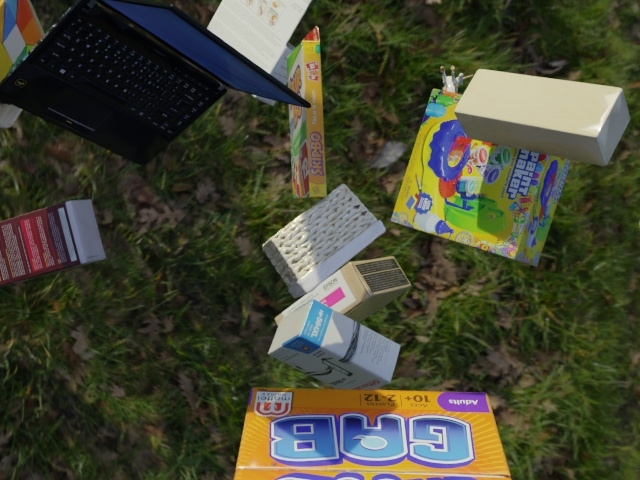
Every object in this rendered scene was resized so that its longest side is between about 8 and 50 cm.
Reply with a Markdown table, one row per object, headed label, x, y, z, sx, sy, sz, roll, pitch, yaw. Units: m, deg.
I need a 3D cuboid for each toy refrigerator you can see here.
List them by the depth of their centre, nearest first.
| label | x | y | z | sx | sy | sz | roll | pitch | yaw |
| --- | --- | --- | --- | --- | --- | --- | --- | --- | --- |
| toy refrigerator | 0.381 | -0.215 | 1.296 | 0.102 | 0.269 | 0.094 | -59 | 140 | -14 |

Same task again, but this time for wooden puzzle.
| label | x | y | z | sx | sy | sz | roll | pitch | yaw |
| --- | --- | --- | --- | --- | --- | --- | --- | --- | --- |
| wooden puzzle | -0.563 | -0.354 | 1.333 | 0.044 | 0.239 | 0.221 | 9 | 59 | 12 |

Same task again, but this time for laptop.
| label | x | y | z | sx | sy | sz | roll | pitch | yaw |
| --- | --- | --- | --- | --- | --- | --- | --- | --- | --- |
| laptop | -0.192 | -0.163 | 0.862 | 0.234 | 0.264 | 0.137 | 27 | 33 | -50 |

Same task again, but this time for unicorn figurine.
| label | x | y | z | sx | sy | sz | roll | pitch | yaw |
| --- | --- | --- | --- | --- | --- | --- | --- | --- | --- |
| unicorn figurine | 0.327 | -0.381 | 1.851 | 0.060 | 0.111 | 0.162 | 10 | 68 | 21 |

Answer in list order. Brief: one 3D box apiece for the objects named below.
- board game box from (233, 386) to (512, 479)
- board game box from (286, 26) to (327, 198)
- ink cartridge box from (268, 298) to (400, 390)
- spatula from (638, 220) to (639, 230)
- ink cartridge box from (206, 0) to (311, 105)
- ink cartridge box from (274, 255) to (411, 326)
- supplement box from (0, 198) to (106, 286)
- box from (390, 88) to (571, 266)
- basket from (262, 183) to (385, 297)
| label | x | y | z | sx | sy | sz | roll | pitch | yaw |
| --- | --- | --- | --- | --- | --- | --- | --- | --- | --- |
| board game box | 0.066 | 0.455 | 1.028 | 0.356 | 0.356 | 0.356 | 1 | 116 | 1 |
| board game box | -0.023 | -0.197 | 1.183 | 0.039 | 0.124 | 0.259 | -1 | 92 | -14 |
| ink cartridge box | 0.026 | 0.209 | 1.419 | 0.203 | 0.148 | 0.086 | 30 | 57 | -14 |
| spatula | 0.243 | -0.134 | 0.481 | 0.168 | 0.019 | 0.242 | -45 | 145 | -49 |
| ink cartridge box | -0.124 | -0.454 | 1.573 | 0.060 | 0.275 | 0.239 | 15 | 115 | -47 |
| ink cartridge box | 0.049 | 0.132 | 1.589 | 0.193 | 0.234 | 0.088 | -4 | 61 | -57 |
| supplement box | -0.568 | 0.007 | 1.521 | 0.239 | 0.073 | 0.130 | -13 | 91 | 19 |
| box | 0.340 | -0.128 | 1.536 | 0.177 | 0.279 | 0.290 | 13 | 95 | -59 |
| basket | 0.000 | 0.000 | 1.180 | 0.167 | 0.113 | 0.103 | -38 | 91 | -15 |
